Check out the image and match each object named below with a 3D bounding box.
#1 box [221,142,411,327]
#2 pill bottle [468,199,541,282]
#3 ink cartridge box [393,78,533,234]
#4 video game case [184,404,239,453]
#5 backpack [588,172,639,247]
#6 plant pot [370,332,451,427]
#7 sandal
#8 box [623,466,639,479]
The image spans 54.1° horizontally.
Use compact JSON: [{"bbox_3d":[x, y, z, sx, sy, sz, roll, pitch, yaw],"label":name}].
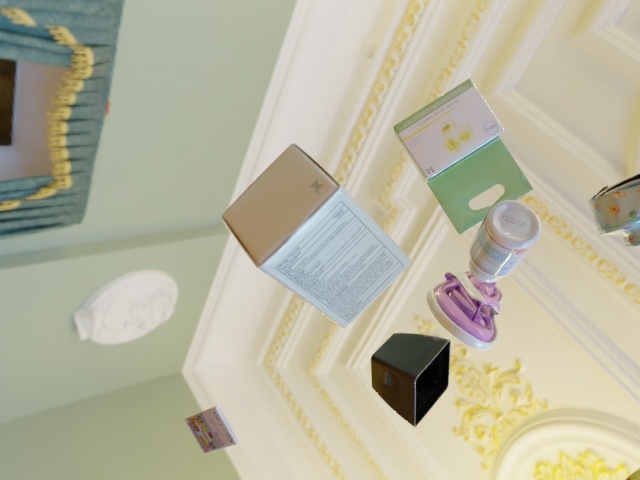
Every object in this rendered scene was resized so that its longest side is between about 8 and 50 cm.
[{"bbox_3d":[0.000,0.000,0.890,0.148,0.232,0.127,-45,-132,3],"label":"box"},{"bbox_3d":[0.299,0.008,1.042,0.087,0.087,0.160,59,-16,23],"label":"pill bottle"},{"bbox_3d":[0.267,-0.155,1.166,0.171,0.056,0.235,-32,-99,3],"label":"ink cartridge box"},{"bbox_3d":[-0.227,0.393,1.300,0.122,0.011,0.087,-30,-90,40],"label":"video game case"},{"bbox_3d":[0.632,-0.060,1.228,0.188,0.166,0.145,-10,-93,14],"label":"backpack"},{"bbox_3d":[0.242,0.367,1.750,0.166,0.188,0.188,19,-50,34],"label":"plant pot"},{"bbox_3d":[0.334,0.115,1.376,0.169,0.416,0.102,32,-71,9],"label":"sandal"},{"bbox_3d":[0.466,0.307,0.797,0.058,0.087,0.232,20,-46,5],"label":"box"}]
